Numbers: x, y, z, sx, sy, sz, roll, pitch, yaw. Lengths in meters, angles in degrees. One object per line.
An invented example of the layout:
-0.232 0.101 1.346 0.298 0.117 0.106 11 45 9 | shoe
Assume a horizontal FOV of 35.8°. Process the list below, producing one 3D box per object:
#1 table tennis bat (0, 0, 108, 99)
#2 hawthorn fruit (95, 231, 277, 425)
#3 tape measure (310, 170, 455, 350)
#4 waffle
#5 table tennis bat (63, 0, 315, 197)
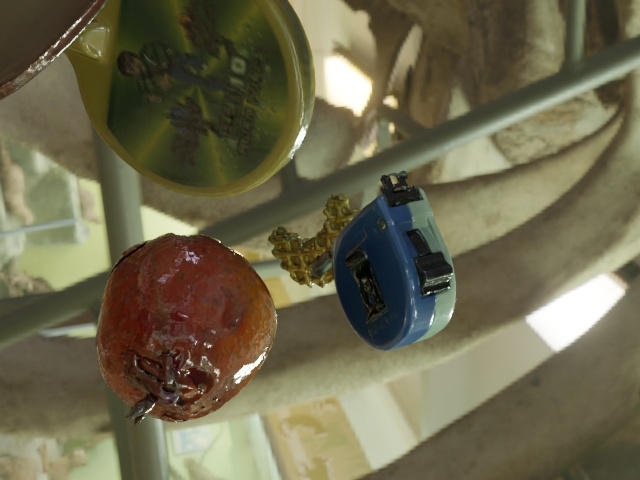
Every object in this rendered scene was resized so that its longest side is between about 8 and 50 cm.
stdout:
-0.156 -0.182 0.625 0.154 0.274 0.021 12 -29 42 | table tennis bat
-0.213 0.153 1.456 0.276 0.275 0.308 93 9 -45 | hawthorn fruit
0.070 0.071 1.472 0.351 0.097 0.215 -48 -120 57 | tape measure
-0.002 0.001 1.810 0.149 0.194 0.051 49 27 3 | waffle
-0.151 -0.153 0.785 0.050 0.320 0.199 -45 156 -59 | table tennis bat
